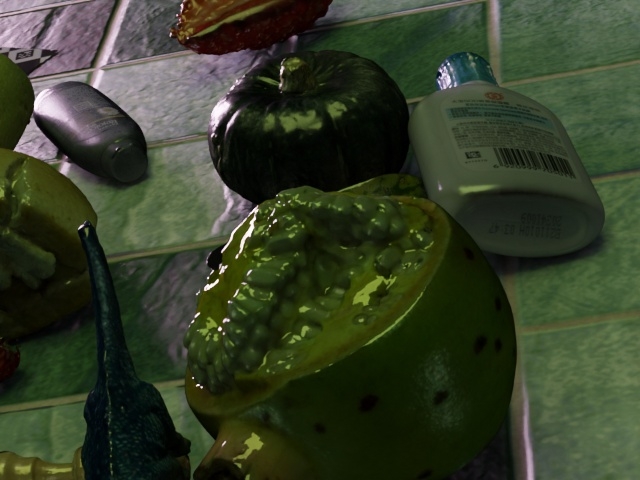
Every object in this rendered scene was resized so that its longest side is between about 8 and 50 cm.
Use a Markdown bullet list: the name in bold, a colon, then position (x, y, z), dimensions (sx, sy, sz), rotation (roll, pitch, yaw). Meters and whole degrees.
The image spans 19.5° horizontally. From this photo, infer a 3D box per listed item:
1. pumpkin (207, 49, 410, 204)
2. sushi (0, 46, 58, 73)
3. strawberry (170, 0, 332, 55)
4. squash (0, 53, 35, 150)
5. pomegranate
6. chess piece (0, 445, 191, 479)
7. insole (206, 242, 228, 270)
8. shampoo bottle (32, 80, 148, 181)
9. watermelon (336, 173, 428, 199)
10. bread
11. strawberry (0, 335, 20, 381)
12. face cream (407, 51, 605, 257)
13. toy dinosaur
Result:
- **pumpkin**: position (-0.013, -0.115, 1.890), dimensions (0.212, 0.152, 0.211), rotation (0, 21, 0)
- **sushi**: position (-0.496, -0.222, 2.404), dimensions (0.231, 0.047, 0.219), rotation (6, 35, 33)
- **strawberry**: position (-0.074, -0.280, 2.280), dimensions (0.174, 0.098, 0.228), rotation (18, 52, 20)
- **squash**: position (-0.417, -0.077, 2.069), dimensions (0.137, 0.137, 0.287), rotation (-4, 43, 18)
- **pomegranate**: position (0.006, 0.107, 1.411), dimensions (0.260, 0.260, 0.340), rotation (13, 61, 39)
- **chess piece**: position (-0.191, 0.194, 1.527), dimensions (0.172, 0.060, 0.060), rotation (-7, 29, 9)
- **insole**: position (0.000, 0.001, 1.835), dimensions (0.232, 0.003, 0.080), rotation (-11, 29, 6)
- **shampoo bottle**: position (-0.258, -0.124, 2.121), dimensions (0.087, 0.049, 0.234), rotation (-25, 31, -17)
- **watermelon**: position (0.048, -0.009, 1.785), dimensions (0.163, 0.087, 0.069), rotation (-19, 66, -3)
- **bread**: position (-0.335, 0.002, 1.797), dimensions (0.257, 0.185, 0.124), rotation (-2, 26, 5)
- **strawberry**: position (-0.323, 0.111, 1.721), dimensions (0.083, 0.073, 0.073), rotation (-45, 36, -9)
- **face cream**: position (0.167, -0.094, 1.826), dimensions (0.163, 0.080, 0.336), rotation (5, 27, -10)
- **toy dinosaur**: position (-0.150, 0.170, 1.425), dimensions (0.077, 0.147, 0.362), rotation (-9, 68, 7)
